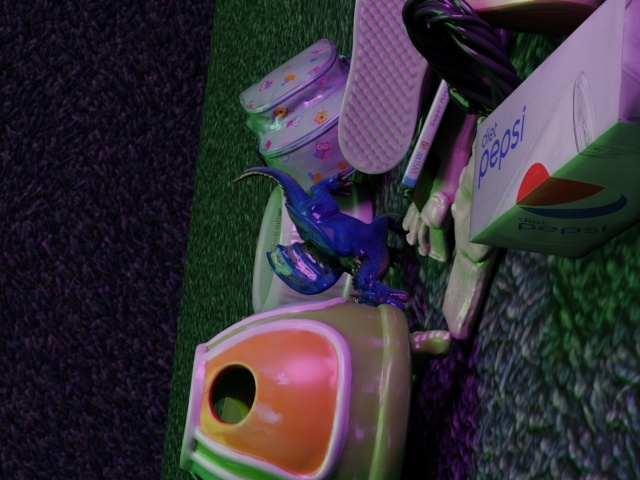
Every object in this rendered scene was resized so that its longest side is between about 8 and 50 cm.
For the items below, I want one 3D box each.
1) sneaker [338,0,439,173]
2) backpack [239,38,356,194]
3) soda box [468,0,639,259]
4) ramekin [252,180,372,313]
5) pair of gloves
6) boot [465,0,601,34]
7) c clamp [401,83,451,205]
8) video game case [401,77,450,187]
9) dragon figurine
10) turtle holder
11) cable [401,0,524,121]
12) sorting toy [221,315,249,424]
[{"bbox_3d":[0.089,-0.219,1.581,0.161,0.102,0.282,-55,-13,-63],"label":"sneaker"},{"bbox_3d":[-0.005,-0.144,1.902,0.144,0.166,0.188,56,-176,-30],"label":"backpack"},{"bbox_3d":[0.188,-0.071,1.080,0.286,0.091,0.098,133,144,-70],"label":"soda box"},{"bbox_3d":[-0.015,0.022,1.966,0.207,0.109,0.207,-170,90,-79],"label":"ramekin"},{"bbox_3d":[0.129,-0.045,1.480,0.240,0.042,0.204,-102,24,-59],"label":"pair of gloves"},{"bbox_3d":[0.179,-0.275,1.309,0.262,0.095,0.203,-133,55,-79],"label":"boot"},{"bbox_3d":[0.112,-0.102,1.676,0.137,0.022,0.161,153,127,-70],"label":"c clamp"},{"bbox_3d":[0.117,-0.141,1.523,0.119,0.015,0.166,-68,-1,-72],"label":"video game case"},{"bbox_3d":[0.000,0.000,1.683,0.144,0.289,0.085,-35,-26,-48],"label":"dragon figurine"},{"bbox_3d":[-0.013,0.164,1.510,0.320,0.227,0.243,-104,22,-79],"label":"turtle holder"},{"bbox_3d":[0.126,-0.131,1.290,0.150,0.047,0.184,55,179,22],"label":"cable"},{"bbox_3d":[-0.074,0.264,2.105,0.255,0.089,0.257,-119,40,-73],"label":"sorting toy"}]
